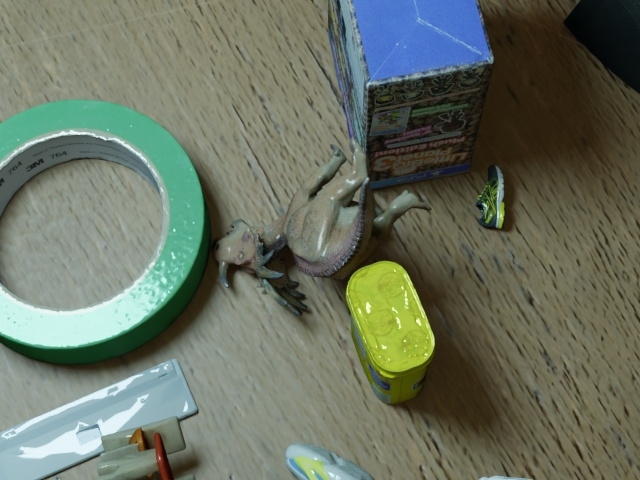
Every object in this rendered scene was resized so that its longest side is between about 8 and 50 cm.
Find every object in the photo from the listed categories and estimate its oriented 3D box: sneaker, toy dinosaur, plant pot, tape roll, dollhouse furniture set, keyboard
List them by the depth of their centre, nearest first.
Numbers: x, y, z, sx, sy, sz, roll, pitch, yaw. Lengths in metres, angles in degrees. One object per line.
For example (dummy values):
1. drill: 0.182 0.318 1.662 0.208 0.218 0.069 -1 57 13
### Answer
1. dollhouse furniture set: -0.138 0.331 1.365 0.135 0.262 0.259 -15 104 -6
2. sneaker: 0.034 0.326 1.431 0.240 0.091 0.126 31 95 31
3. toy dinosaur: 0.000 0.000 1.487 0.127 0.295 0.200 45 77 -15
4. keyboard: -0.275 0.220 1.523 0.256 0.014 0.072 -23 76 -6
5. tape roll: -0.296 -0.013 1.574 0.321 0.077 0.321 -1 70 2
6. sneaker: 0.209 -0.055 1.597 0.035 0.031 0.083 -1 70 2
7. plant pot: 0.442 -0.277 1.603 0.187 0.188 0.167 -31 85 -10

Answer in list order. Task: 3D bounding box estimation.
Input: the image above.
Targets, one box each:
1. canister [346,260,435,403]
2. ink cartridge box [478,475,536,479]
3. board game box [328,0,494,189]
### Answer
1. canister: 0.077 0.109 1.466 0.073 0.170 0.126 -20 71 -6
2. ink cartridge box: 0.233 0.312 1.361 0.158 0.218 0.092 4 70 4
3. board game box: 0.097 -0.228 1.526 0.141 0.291 0.232 -10 70 -3
